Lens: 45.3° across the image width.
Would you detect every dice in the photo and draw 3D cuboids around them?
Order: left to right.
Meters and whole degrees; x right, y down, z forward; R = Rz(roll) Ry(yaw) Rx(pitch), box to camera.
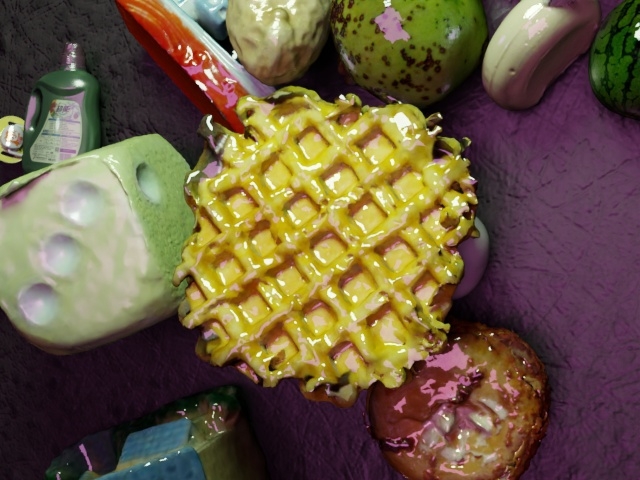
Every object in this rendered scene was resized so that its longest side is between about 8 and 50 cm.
[{"bbox_3d":[-0.306,0.004,1.096,0.252,0.254,0.249,-20,98,13],"label":"dice"}]

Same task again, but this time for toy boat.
[{"bbox_3d":[-0.146,-0.265,1.111,0.133,0.145,0.332,-40,77,-10],"label":"toy boat"}]

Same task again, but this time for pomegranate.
[{"bbox_3d":[0.096,-0.267,0.997,0.248,0.214,0.214,-21,83,59],"label":"pomegranate"}]

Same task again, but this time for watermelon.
[{"bbox_3d":[0.390,-0.233,0.892,0.141,0.141,0.187,14,90,21],"label":"watermelon"}]

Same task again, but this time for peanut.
[{"bbox_3d":[-0.053,-0.341,1.030,0.152,0.152,0.313,-15,58,22],"label":"peanut"}]

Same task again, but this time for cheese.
[{"bbox_3d":[0.258,-0.252,0.900,0.163,0.249,0.071,-39,68,3],"label":"cheese"}]

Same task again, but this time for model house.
[{"bbox_3d":[-0.285,0.433,1.077,0.382,0.342,0.334,-20,86,22],"label":"model house"}]

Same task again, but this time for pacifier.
[{"bbox_3d":[-0.527,-0.168,1.312,0.064,0.068,0.083,-13,66,55],"label":"pacifier"}]

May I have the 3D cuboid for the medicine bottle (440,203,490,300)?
[{"bbox_3d":[0.060,-0.020,1.034,0.341,0.130,0.130,19,99,20],"label":"medicine bottle"}]

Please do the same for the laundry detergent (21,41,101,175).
[{"bbox_3d":[-0.420,-0.209,1.246,0.144,0.078,0.221,5,95,22],"label":"laundry detergent"}]

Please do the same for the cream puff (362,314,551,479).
[{"bbox_3d":[0.172,0.203,0.983,0.240,0.164,0.240,5,107,15],"label":"cream puff"}]

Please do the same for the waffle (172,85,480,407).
[{"bbox_3d":[0.000,0.000,0.938,0.380,0.095,0.382,10,87,20],"label":"waffle"}]
